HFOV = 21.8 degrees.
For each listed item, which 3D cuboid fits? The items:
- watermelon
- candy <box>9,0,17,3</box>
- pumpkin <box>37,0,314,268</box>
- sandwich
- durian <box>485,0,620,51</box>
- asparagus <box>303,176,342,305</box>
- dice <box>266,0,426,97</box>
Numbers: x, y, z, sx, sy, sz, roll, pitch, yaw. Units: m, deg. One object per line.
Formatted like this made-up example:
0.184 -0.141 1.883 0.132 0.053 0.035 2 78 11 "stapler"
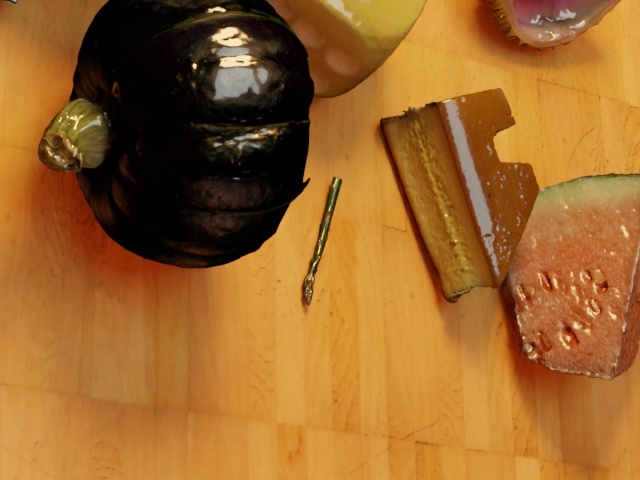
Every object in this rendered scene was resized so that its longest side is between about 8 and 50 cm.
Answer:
0.313 0.061 1.967 0.140 0.193 0.256 46 42 -51 "watermelon"
-0.383 -0.402 1.713 0.187 0.077 0.331 9 65 -24 "candy"
-0.159 -0.113 1.628 0.296 0.296 0.295 13 66 -30 "pumpkin"
0.172 -0.055 1.928 0.128 0.122 0.235 -12 82 -33 "sandwich"
0.288 -0.320 2.093 0.165 0.132 0.182 46 73 -9 "durian"
0.000 0.000 1.853 0.016 0.016 0.162 23 62 -14 "asparagus"
0.009 -0.276 1.869 0.169 0.166 0.169 39 55 -15 "dice"
